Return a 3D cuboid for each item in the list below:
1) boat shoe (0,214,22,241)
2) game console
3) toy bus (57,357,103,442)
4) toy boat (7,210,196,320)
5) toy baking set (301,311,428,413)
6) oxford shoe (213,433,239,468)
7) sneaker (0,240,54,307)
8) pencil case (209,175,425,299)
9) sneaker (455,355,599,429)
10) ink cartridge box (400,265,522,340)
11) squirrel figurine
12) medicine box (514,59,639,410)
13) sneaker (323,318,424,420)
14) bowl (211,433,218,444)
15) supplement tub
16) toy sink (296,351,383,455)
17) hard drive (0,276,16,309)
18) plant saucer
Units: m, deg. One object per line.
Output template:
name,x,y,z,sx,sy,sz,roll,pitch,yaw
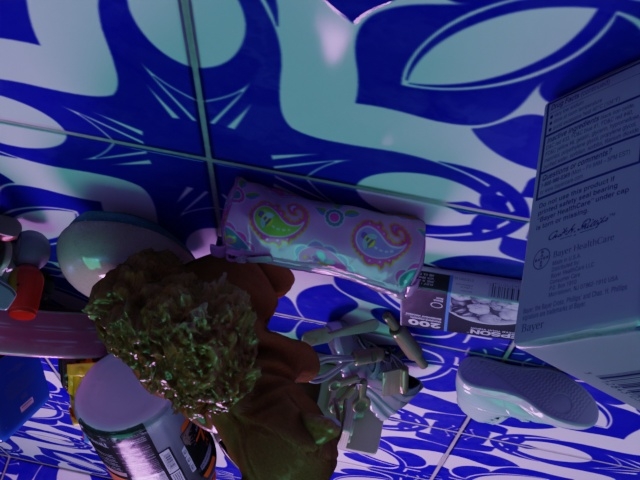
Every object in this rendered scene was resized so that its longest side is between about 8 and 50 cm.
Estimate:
boat shoe,-0.560,-0.034,1.512,0.137,0.049,0.043,23,154,-29
game console,-0.713,0.272,1.908,0.173,0.250,0.293,-13,-172,5
toy bus,-0.471,0.327,1.938,0.149,0.212,0.220,-1,-177,-20
toy boat,-0.358,0.030,1.455,0.318,0.148,0.267,-10,152,17
toy baking set,0.077,0.212,1.590,0.196,0.030,0.256,-35,129,-4
oxford shoe,-0.178,0.302,1.790,0.129,0.133,0.364,-23,122,-6
sneaker,-0.533,0.059,1.664,0.118,0.083,0.222,10,157,-21
pencil case,0.000,0.000,1.245,0.284,0.124,0.124,12,154,-1
sneaker,0.370,0.295,1.682,0.255,0.094,0.151,17,149,13
ink cartridge box,0.227,0.111,1.446,0.206,0.045,0.208,8,154,10
squirrel figurine,-0.139,0.194,1.289,0.281,0.370,0.397,-40,143,7
medicine box,0.351,0.012,0.918,0.263,0.289,0.149,27,152,-27
sneaker,0.097,0.218,1.692,0.115,0.105,0.281,-31,136,6
bowl,-0.230,0.347,1.988,0.289,0.156,0.289,11,153,6
supplement tub,-0.322,0.380,1.776,0.207,0.207,0.338,4,136,18
toy sink,0.017,0.316,1.820,0.234,0.153,0.131,12,153,3
hard drive,-0.611,0.017,1.481,0.203,0.040,0.307,37,170,-29
plant saucer,-0.566,0.166,1.763,0.332,0.084,0.332,7,176,0
